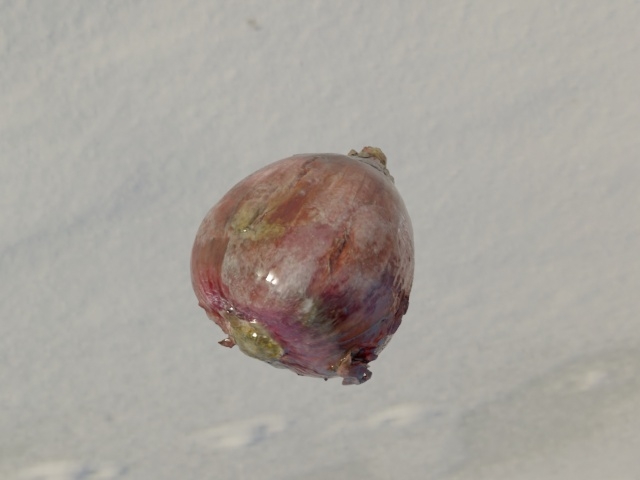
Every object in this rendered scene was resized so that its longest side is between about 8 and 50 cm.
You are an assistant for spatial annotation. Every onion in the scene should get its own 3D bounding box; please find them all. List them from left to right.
[{"bbox_3d":[0.000,0.000,0.870,0.159,0.195,0.159,24,152,14],"label":"onion"}]
